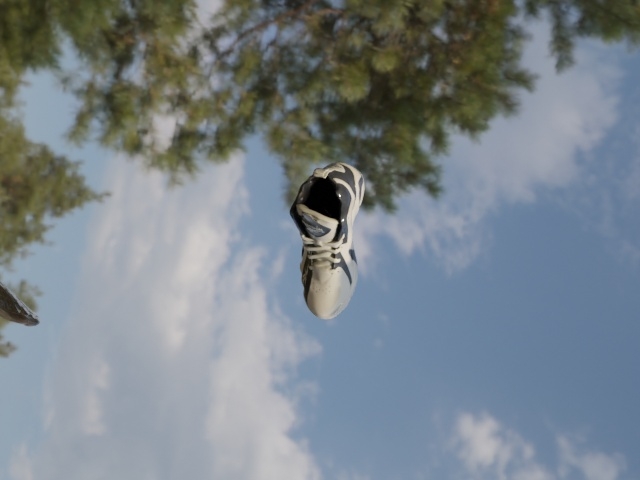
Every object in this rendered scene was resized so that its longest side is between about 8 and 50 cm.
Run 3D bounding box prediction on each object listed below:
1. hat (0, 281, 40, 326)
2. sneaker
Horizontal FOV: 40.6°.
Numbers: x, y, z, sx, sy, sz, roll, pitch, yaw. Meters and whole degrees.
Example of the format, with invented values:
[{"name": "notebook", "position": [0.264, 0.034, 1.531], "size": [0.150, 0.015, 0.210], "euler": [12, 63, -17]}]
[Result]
[{"name": "hat", "position": [-0.444, 0.014, 0.855], "size": [0.134, 0.331, 0.331], "euler": [-48, -148, -11]}, {"name": "sneaker", "position": [0.000, 0.000, 1.253], "size": [0.094, 0.153, 0.235], "euler": [15, -86, 20]}]
